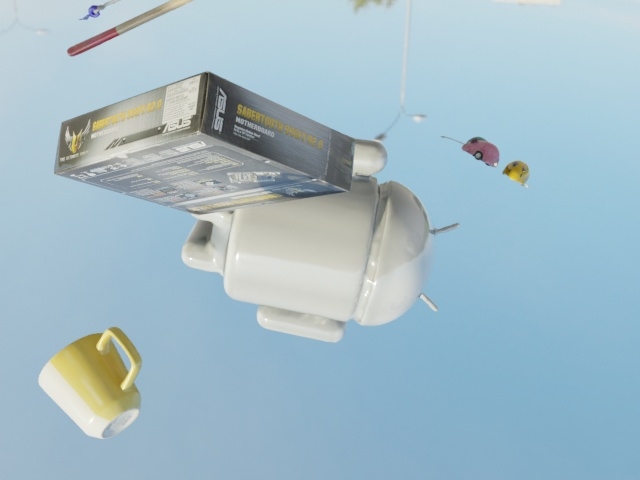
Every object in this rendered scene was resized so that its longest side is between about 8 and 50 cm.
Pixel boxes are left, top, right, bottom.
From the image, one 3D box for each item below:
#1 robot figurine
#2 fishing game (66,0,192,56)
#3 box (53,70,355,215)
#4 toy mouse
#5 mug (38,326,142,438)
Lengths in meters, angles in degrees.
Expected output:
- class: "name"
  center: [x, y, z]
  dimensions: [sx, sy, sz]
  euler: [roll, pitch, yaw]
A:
- class: "robot figurine"
  center: [0.000, 0.000, 1.083]
  dimensions: [0.353, 0.300, 0.200]
  euler: [12, -152, -1]
- class: "fishing game"
  center: [-0.174, -0.255, 0.520]
  dimensions: [0.189, 0.264, 0.041]
  euler: [-19, -152, 15]
- class: "box"
  center: [-0.112, -0.081, 0.769]
  dimensions: [0.231, 0.056, 0.183]
  euler: [-6, 164, 44]
- class: "toy mouse"
  center: [0.245, -0.130, 1.197]
  dimensions: [0.143, 0.031, 0.161]
  euler: [34, -168, 16]
- class: "mug"
  center: [-0.166, 0.109, 0.604]
  dimensions: [0.062, 0.078, 0.064]
  euler: [-30, -113, -29]
